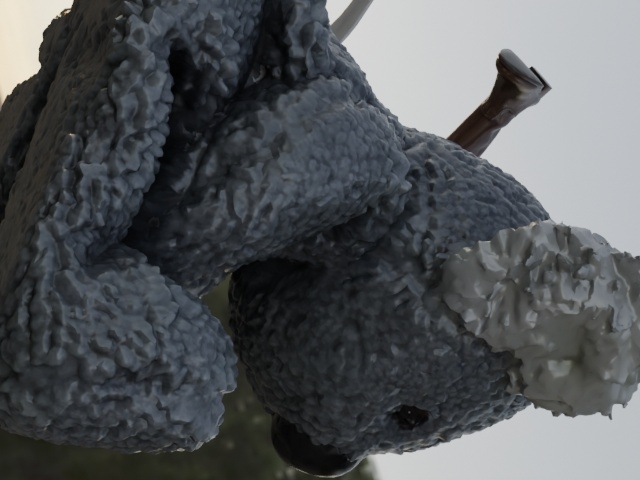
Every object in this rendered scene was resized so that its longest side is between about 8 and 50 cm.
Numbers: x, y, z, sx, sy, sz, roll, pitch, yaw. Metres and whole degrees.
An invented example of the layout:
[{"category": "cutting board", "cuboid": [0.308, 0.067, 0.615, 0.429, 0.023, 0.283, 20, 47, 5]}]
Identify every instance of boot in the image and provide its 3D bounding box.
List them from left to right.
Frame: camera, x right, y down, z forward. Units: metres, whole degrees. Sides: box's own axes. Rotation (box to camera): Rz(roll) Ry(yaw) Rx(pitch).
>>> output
[{"category": "boot", "cuboid": [0.123, -0.094, 1.376, 0.037, 0.114, 0.106, 54, 14, 22]}]

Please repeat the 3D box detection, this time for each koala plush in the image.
[{"category": "koala plush", "cuboid": [0.000, 0.000, 0.617, 0.203, 0.221, 0.196, -69, -161, -9]}]

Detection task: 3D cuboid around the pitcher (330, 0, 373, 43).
[{"category": "pitcher", "cuboid": [0.019, -0.187, 1.027, 0.178, 0.207, 0.125, 49, 25, -50]}]
